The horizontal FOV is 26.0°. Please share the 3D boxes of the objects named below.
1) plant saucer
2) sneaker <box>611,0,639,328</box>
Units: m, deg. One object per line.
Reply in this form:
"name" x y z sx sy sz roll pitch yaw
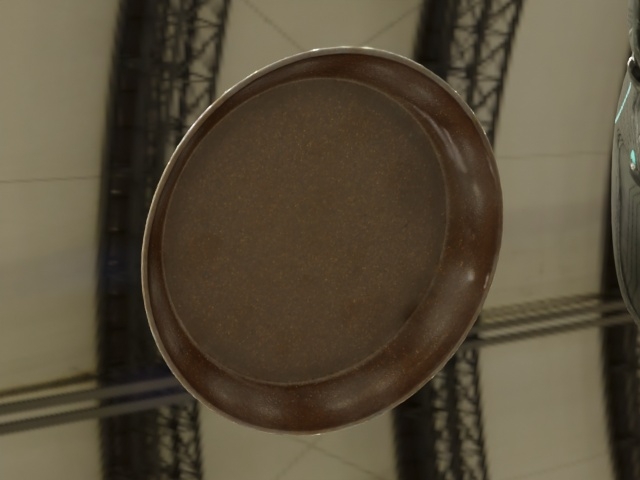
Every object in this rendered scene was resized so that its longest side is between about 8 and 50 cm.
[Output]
"plant saucer" 0.000 0.000 0.589 0.168 0.029 0.169 -8 -72 -24
"sneaker" 0.139 -0.061 0.489 0.106 0.101 0.267 -34 -41 -41
